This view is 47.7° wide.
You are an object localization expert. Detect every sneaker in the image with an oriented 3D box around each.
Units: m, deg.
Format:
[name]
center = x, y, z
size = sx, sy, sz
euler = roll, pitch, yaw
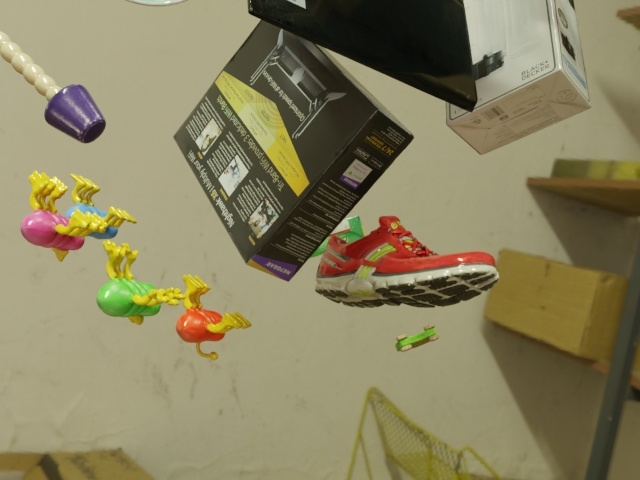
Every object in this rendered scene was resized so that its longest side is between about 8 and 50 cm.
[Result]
[sneaker]
center = 0.103, 0.022, 0.963
size = 0.278, 0.119, 0.107
euler = -4, -21, 39

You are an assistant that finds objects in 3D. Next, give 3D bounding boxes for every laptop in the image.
[laptop]
center = -0.010, -0.227, 0.595
size = 0.234, 0.137, 0.264
euler = 12, 13, -41

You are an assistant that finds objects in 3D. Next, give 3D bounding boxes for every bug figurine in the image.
[bug figurine]
center = -0.214, 0.028, 0.784
size = 0.279, 0.072, 0.216
euler = 40, 3, 18

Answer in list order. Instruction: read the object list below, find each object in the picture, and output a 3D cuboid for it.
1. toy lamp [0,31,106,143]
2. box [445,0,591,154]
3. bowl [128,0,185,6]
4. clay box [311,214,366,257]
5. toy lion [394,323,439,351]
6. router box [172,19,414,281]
[toy lamp]
center = -0.428, -0.252, 1.077
size = 0.275, 0.080, 0.080
euler = 45, 2, 7
[box]
center = 0.260, -0.281, 0.992
size = 0.169, 0.290, 0.087
euler = -24, -40, 37
[bowl]
center = -0.322, -0.601, 1.354
size = 0.311, 0.312, 0.163
euler = 14, 12, -22
[clay box]
center = 0.000, 0.000, 1.388
size = 0.127, 0.053, 0.222
euler = -18, 1, -10
[toy lion]
center = 0.199, 0.207, 1.496
size = 0.100, 0.034, 0.096
euler = -18, -18, -13
[router box]
center = -0.053, -0.137, 0.955
size = 0.081, 0.243, 0.309
euler = 27, 21, -44
